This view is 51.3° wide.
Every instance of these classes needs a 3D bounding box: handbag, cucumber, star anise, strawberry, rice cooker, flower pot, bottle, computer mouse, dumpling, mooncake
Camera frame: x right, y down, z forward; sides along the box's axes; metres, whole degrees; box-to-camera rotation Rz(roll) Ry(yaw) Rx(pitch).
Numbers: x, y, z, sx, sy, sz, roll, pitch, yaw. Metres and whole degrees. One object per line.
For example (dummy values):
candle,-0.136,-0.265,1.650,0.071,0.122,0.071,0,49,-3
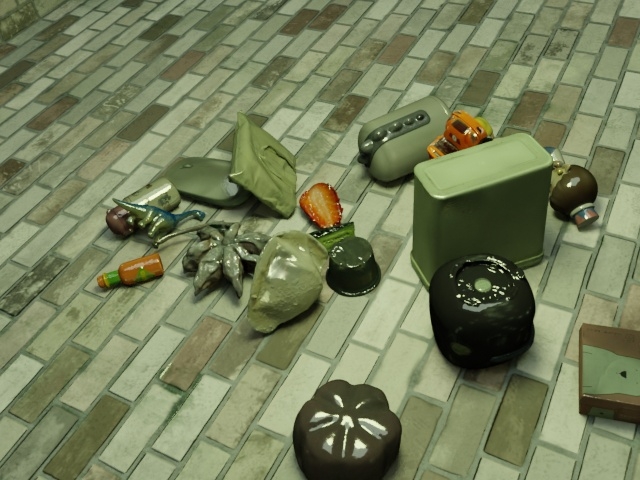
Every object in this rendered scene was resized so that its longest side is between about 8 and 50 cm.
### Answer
handbag,-0.182,-0.236,2.096,0.109,0.253,0.316,-35,37,29
cucumber,-0.001,0.000,1.939,0.211,0.078,0.062,-20,31,-13
star anise,-0.287,0.035,1.898,0.359,0.139,0.316,-15,39,-7
strawberry,0.011,-0.090,2.030,0.121,0.082,0.188,-28,55,8
rice cooker,0.389,0.164,1.616,0.267,0.225,0.267,-3,44,3
flower pot,0.087,0.062,1.843,0.157,0.107,0.158,-4,44,4
bottle,-0.550,0.093,1.929,0.186,0.069,0.069,-18,46,-7
computer mouse,-0.355,-0.207,2.180,0.330,0.095,0.197,12,44,19
bottle,-0.560,-0.102,2.090,0.233,0.110,0.110,-36,52,-25
dumpling,-0.093,0.099,1.747,0.175,0.227,0.244,-10,47,23
mooncake,0.057,0.428,1.476,0.244,0.133,0.245,0,42,0

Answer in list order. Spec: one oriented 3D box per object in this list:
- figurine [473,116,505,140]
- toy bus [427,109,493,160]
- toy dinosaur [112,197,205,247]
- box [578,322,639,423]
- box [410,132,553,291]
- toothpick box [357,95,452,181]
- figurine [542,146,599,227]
figurine,0.529,-0.321,2.154,0.246,0.131,0.156,25,68,15
toy bus,0.391,-0.200,1.899,0.153,0.329,0.143,-25,48,-13
toy dinosaur,-0.495,-0.094,2.038,0.247,0.075,0.188,40,59,-11
box,0.703,0.307,1.529,0.215,0.086,0.215,7,47,14
box,0.417,-0.068,1.757,0.351,0.344,0.177,-17,43,-8
toothpick box,0.257,-0.316,2.102,0.316,0.229,0.229,-24,47,-14
figurine,0.705,-0.157,1.947,0.158,0.161,0.275,-39,48,2
